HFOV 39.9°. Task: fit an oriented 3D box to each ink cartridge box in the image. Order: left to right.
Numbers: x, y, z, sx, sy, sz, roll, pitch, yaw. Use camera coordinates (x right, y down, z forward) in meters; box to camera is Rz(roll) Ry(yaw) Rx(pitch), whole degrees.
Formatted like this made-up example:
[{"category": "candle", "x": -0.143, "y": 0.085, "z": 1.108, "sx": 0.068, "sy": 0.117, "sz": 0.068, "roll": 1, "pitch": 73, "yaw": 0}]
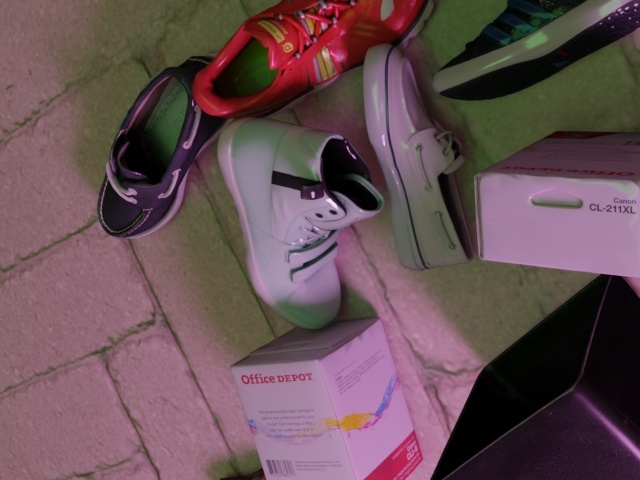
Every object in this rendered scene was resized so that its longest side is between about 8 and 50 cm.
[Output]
[{"category": "ink cartridge box", "x": 0.008, "y": 0.187, "z": 0.955, "sx": 0.128, "sy": 0.127, "sz": 0.176, "roll": -10, "pitch": 101, "yaw": 38}, {"category": "ink cartridge box", "x": 0.215, "y": -0.036, "z": 0.695, "sx": 0.128, "sy": 0.175, "sz": 0.072, "roll": 7, "pitch": 110, "yaw": 34}]

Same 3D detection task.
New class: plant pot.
[{"category": "plant pot", "x": 0.236, "y": 0.170, "z": 0.765, "sx": 0.167, "sy": 0.187, "sz": 0.188, "roll": 41, "pitch": 127, "yaw": 1}]

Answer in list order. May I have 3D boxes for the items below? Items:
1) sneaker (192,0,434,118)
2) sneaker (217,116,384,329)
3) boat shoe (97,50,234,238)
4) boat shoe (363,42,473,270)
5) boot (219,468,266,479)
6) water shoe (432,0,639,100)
[{"category": "sneaker", "x": -0.009, "y": -0.192, "z": 0.826, "sx": 0.279, "sy": 0.118, "sz": 0.107, "roll": -34, "pitch": 85, "yaw": 30}, {"category": "sneaker", "x": 0.000, "y": 0.000, "z": 0.875, "sx": 0.151, "sy": 0.094, "sz": 0.255, "roll": 11, "pitch": 133, "yaw": 40}, {"category": "boat shoe", "x": -0.200, "y": -0.100, "z": 1.021, "sx": 0.114, "sy": 0.091, "sz": 0.302, "roll": 47, "pitch": 127, "yaw": 12}, {"category": "boat shoe", "x": 0.100, "y": -0.079, "z": 0.834, "sx": 0.076, "sy": 0.083, "sz": 0.226, "roll": -3, "pitch": 118, "yaw": 25}, {"category": "boot", "x": -0.082, "y": 0.349, "z": 1.139, "sx": 0.114, "sy": 0.037, "sz": 0.106, "roll": -27, "pitch": 77, "yaw": 36}, {"category": "water shoe", "x": 0.182, "y": -0.184, "z": 0.745, "sx": 0.203, "sy": 0.073, "sz": 0.080, "roll": -21, "pitch": 72, "yaw": 35}]
